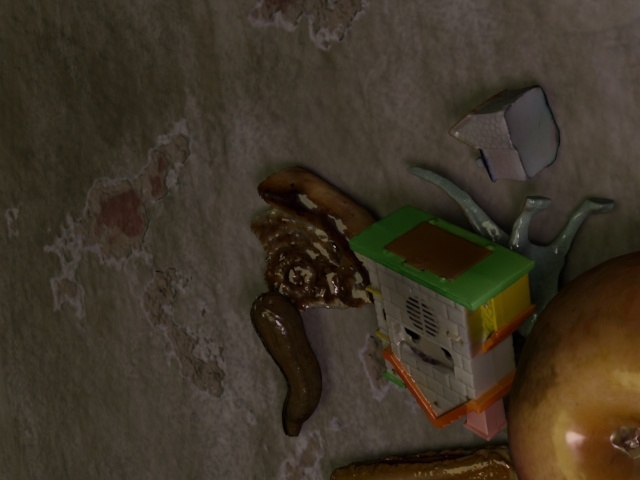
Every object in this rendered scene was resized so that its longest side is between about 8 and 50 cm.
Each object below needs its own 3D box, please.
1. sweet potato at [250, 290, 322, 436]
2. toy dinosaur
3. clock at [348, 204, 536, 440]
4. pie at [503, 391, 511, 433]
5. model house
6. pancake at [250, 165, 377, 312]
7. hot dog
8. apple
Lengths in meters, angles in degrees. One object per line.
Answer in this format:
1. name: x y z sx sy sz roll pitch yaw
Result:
1. sweet potato: -0.041 0.177 1.700 0.081 0.062 0.233 -1 112 35
2. toy dinosaur: 0.253 0.015 1.469 0.393 0.092 0.205 30 119 18
3. clock: 0.161 0.113 1.485 0.220 0.106 0.255 28 140 44
4. pie: 0.265 0.223 1.531 0.084 0.020 0.084 5 100 34
5. model house: 0.229 -0.131 1.470 0.100 0.088 0.100 1 121 50
6. pancake: 0.000 0.000 1.658 0.258 0.056 0.212 -2 99 35
7. hot dog: 0.144 0.321 1.605 0.289 0.068 0.083 -13 113 31
8. apple: 0.374 0.178 1.243 0.364 0.364 0.363 6 101 34
